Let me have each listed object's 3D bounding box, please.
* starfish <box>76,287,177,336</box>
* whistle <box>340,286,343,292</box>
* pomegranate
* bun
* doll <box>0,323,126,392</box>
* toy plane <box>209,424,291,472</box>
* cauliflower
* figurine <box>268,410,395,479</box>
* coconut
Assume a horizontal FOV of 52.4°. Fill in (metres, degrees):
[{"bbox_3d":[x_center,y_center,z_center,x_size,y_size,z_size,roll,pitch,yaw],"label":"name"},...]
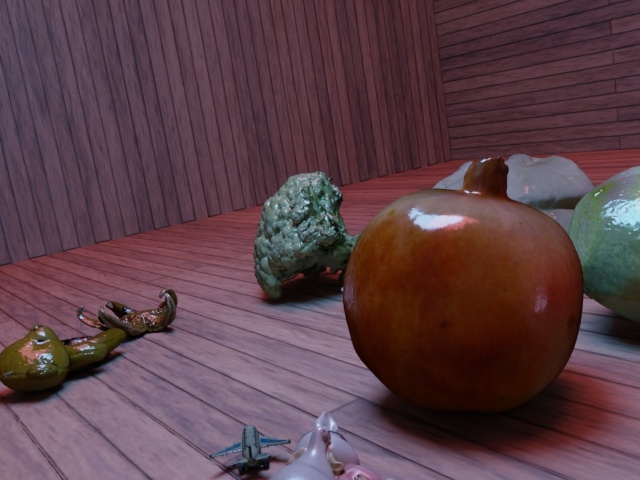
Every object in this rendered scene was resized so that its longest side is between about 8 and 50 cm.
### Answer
[{"bbox_3d":[-0.351,0.136,1.185,0.190,0.074,0.146,-10,9,-4],"label":"starfish"},{"bbox_3d":[0.119,0.089,1.035,0.114,0.077,0.236,-5,10,-19],"label":"whistle"},{"bbox_3d":[0.154,0.045,0.697,0.252,0.270,0.229,10,12,41],"label":"pomegranate"},{"bbox_3d":[0.326,-0.038,1.154,0.365,0.219,0.365,-12,11,2],"label":"bun"},{"bbox_3d":[-0.402,0.168,1.011,0.137,0.097,0.209,-11,3,25],"label":"doll"},{"bbox_3d":[-0.069,0.209,0.654,0.080,0.033,0.083,-11,3,-6],"label":"toy plane"},{"bbox_3d":[0.000,0.000,1.279,0.250,0.272,0.275,23,30,4],"label":"cauliflower"},{"bbox_3d":[0.008,0.207,0.540,0.098,0.081,0.146,40,21,13],"label":"figurine"},{"bbox_3d":[0.440,0.012,0.822,0.236,0.204,0.236,15,-7,2],"label":"coconut"}]
